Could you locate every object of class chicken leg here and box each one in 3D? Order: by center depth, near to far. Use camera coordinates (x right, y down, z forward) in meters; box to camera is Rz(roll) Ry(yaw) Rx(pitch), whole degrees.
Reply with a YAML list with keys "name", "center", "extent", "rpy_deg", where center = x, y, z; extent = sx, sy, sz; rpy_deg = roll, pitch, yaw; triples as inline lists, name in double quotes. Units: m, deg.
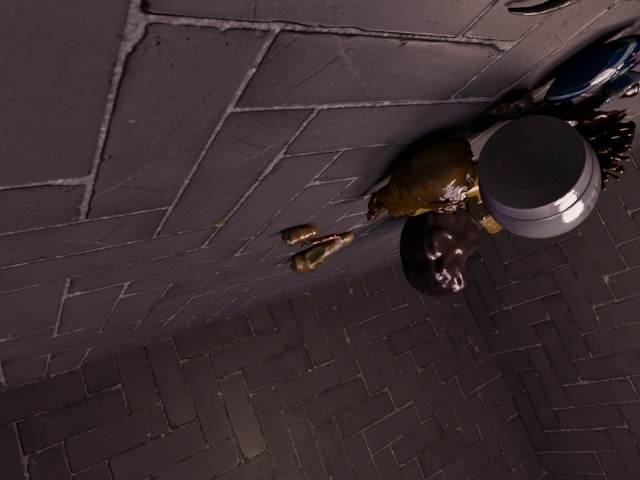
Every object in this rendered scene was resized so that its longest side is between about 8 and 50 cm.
- name: "chicken leg"
  center: [0.284, -0.152, 1.302]
  extent: [0.295, 0.182, 0.409]
  rpy_deg: [-34, -179, -35]

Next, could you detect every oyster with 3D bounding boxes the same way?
- name: "oyster"
  center: [0.464, -0.310, 1.127]
  extent: [0.148, 0.051, 0.103]
  rpy_deg: [-26, -179, -38]

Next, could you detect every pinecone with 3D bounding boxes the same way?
- name: "pinecone"
  center: [0.812, -0.275, 1.455]
  extent: [0.264, 0.264, 0.264]
  rpy_deg: [-21, 169, -4]

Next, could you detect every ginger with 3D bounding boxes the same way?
- name: "ginger"
  center: [0.008, 0.055, 1.908]
  extent: [0.294, 0.086, 0.131]
  rpy_deg: [-30, 145, 15]

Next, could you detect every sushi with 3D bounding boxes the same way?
- name: "sushi"
  center: [0.600, -0.319, 1.261]
  extent: [0.150, 0.078, 0.090]
  rpy_deg: [-15, 169, -4]

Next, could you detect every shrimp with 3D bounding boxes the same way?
- name: "shrimp"
  center: [-0.087, -0.006, 1.542]
  extent: [0.161, 0.049, 0.166]
  rpy_deg: [-15, 175, -39]

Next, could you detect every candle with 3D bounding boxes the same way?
- name: "candle"
  center: [0.000, -0.001, 1.774]
  extent: [0.167, 0.021, 0.026]
  rpy_deg: [-13, 140, -32]

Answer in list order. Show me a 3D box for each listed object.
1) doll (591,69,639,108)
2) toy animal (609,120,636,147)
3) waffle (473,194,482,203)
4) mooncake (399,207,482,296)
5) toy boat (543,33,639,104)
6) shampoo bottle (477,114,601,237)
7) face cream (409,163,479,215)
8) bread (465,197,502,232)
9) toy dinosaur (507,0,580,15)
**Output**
- name: "doll"
  center: [0.809, -0.408, 1.279]
  extent: [0.096, 0.070, 0.195]
  rpy_deg: [-37, 177, -3]
- name: "toy animal"
  center: [1.032, -0.368, 1.762]
  extent: [0.179, 0.138, 0.166]
  rpy_deg: [-15, 149, 3]
- name: "waffle"
  center: [0.657, -0.230, 1.676]
  extent: [0.274, 0.057, 0.168]
  rpy_deg: [-26, -162, 23]
- name: "mooncake"
  center: [0.488, 0.024, 1.944]
  extent: [0.350, 0.381, 0.212]
  rpy_deg: [34, 153, -28]
- name: "toy boat"
  center: [0.645, -0.391, 1.066]
  extent: [0.292, 0.070, 0.210]
  rpy_deg: [-22, 174, -18]
- name: "shampoo bottle"
  center: [0.525, -0.149, 1.163]
  extent: [0.273, 0.273, 0.266]
  rpy_deg: [-27, 155, 22]
- name: "face cream"
  center: [0.430, -0.175, 1.556]
  extent: [0.349, 0.105, 0.105]
  rpy_deg: [-18, 168, -19]
- name: "bread"
  center: [0.713, -0.158, 2.002]
  extent: [0.195, 0.176, 0.246]
  rpy_deg: [-43, 149, 14]
- name: "toy dinosaur"
  center: [0.373, -0.393, 0.648]
  extent: [0.179, 0.087, 0.187]
  rpy_deg: [13, 154, 8]
